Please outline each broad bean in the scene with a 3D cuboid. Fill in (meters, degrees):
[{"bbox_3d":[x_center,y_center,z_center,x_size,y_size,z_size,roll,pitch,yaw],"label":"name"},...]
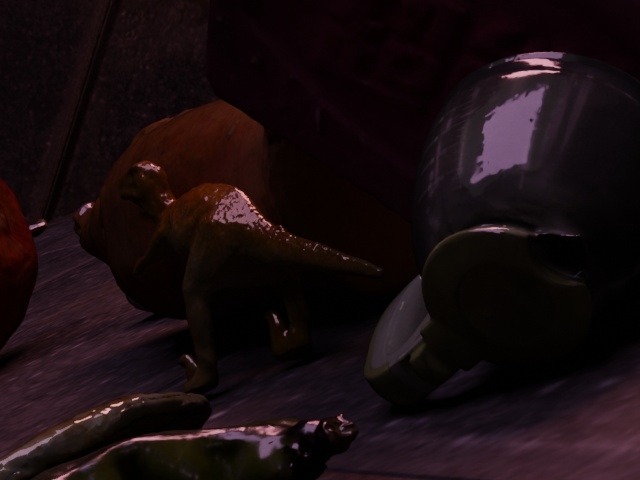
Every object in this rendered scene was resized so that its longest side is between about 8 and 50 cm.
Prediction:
[{"bbox_3d":[-0.082,0.094,0.520,0.195,0.046,0.061,-25,4,-21],"label":"broad bean"}]

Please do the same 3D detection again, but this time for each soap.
[{"bbox_3d":[0.078,-0.086,0.684,0.250,0.162,0.099,32,42,27],"label":"soap"}]

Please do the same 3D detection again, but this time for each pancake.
[{"bbox_3d":[-0.091,0.086,0.607,0.116,0.022,0.129,-19,-15,-46],"label":"pancake"}]

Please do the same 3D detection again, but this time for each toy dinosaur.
[{"bbox_3d":[-0.035,-0.006,0.775,0.039,0.126,0.162,-3,-25,-39],"label":"toy dinosaur"}]

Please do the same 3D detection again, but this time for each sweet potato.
[{"bbox_3d":[-0.057,-0.011,0.933,0.131,0.131,0.336,-29,8,-36],"label":"sweet potato"}]

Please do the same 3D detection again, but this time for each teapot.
[{"bbox_3d":[0.067,0.009,0.591,0.092,0.124,0.091,19,42,11],"label":"teapot"}]

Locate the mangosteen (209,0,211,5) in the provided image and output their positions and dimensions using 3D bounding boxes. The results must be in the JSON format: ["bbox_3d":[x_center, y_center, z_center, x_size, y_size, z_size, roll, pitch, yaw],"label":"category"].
[{"bbox_3d":[0.074,-0.209,1.209,0.330,0.330,0.330,-24,7,3],"label":"mangosteen"}]

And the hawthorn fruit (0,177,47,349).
[{"bbox_3d":[-0.304,0.021,1.244,0.261,0.224,0.224,-3,-10,-42],"label":"hawthorn fruit"}]

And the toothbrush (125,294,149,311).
[{"bbox_3d":[0.000,0.000,0.998,0.042,0.035,0.413,-23,5,-36],"label":"toothbrush"}]
